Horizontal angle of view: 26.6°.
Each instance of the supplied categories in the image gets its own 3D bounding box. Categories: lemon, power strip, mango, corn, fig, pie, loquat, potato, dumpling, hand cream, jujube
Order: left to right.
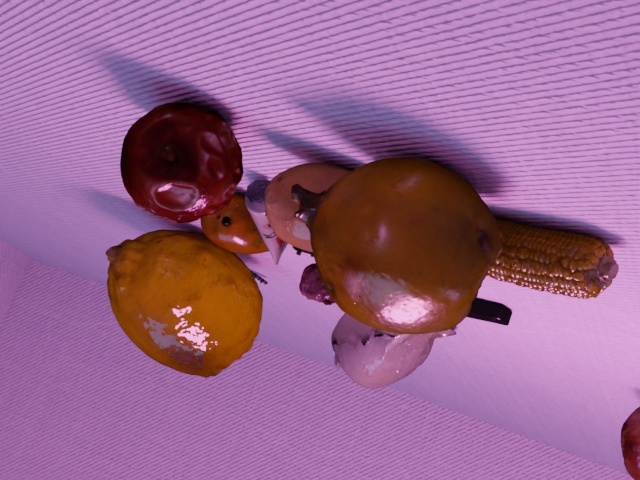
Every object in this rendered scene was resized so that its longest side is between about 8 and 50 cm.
[{"bbox_3d":[-0.176,-0.097,1.736,0.155,0.155,0.230,23,179,-5],"label":"jujube"},{"bbox_3d":[-0.264,0.113,2.642,0.316,0.285,0.285,54,168,0],"label":"lemon"},{"bbox_3d":[-0.117,-0.022,2.139,0.163,0.089,0.111,18,-172,-38],"label":"mango"},{"bbox_3d":[-0.070,-0.031,2.046,0.050,0.080,0.234,27,168,18],"label":"hand cream"},{"bbox_3d":[0.018,-0.040,1.720,0.178,0.118,0.109,7,-157,8],"label":"potato"},{"bbox_3d":[0.077,0.065,2.078,0.219,0.054,0.204,2,-172,-2],"label":"pie"},{"bbox_3d":[0.077,-0.003,1.544,0.246,0.213,0.213,23,170,1],"label":"loquat"},{"bbox_3d":[0.147,0.196,2.559,0.227,0.175,0.243,-5,-160,-27],"label":"dumpling"},{"bbox_3d":[0.257,0.112,2.203,0.111,0.029,0.038,10,164,39],"label":"power strip"},{"bbox_3d":[0.249,0.019,1.625,0.238,0.080,0.080,11,165,42],"label":"corn"},{"bbox_3d":[0.639,0.342,2.408,0.160,0.231,0.143,41,-158,-58],"label":"fig"}]

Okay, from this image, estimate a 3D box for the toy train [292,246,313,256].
[{"bbox_3d":[0.000,0.000,2.066,0.103,0.064,0.044,14,168,35],"label":"toy train"}]

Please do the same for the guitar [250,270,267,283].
[{"bbox_3d":[-0.214,0.044,2.824,0.233,0.025,0.088,26,168,-18],"label":"guitar"}]
